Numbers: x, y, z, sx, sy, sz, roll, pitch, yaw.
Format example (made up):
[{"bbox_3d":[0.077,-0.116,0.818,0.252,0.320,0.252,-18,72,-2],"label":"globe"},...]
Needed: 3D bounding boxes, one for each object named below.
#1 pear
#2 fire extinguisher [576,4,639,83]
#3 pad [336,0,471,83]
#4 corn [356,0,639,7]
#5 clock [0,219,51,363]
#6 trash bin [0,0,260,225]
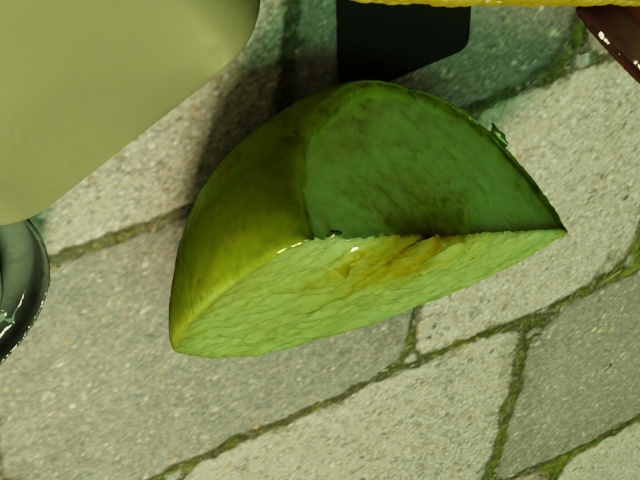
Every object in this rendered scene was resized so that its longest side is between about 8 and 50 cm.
[{"bbox_3d":[-0.004,-0.003,1.055,0.288,0.139,0.239,-3,149,-45],"label":"pear"},{"bbox_3d":[0.351,-0.255,1.094,0.344,0.102,0.138,-42,178,8],"label":"fire extinguisher"},{"bbox_3d":[0.060,-0.171,1.013,0.112,0.003,0.157,-24,145,-17],"label":"pad"},{"bbox_3d":[0.103,-0.208,0.891,0.387,0.144,0.144,-3,135,-43],"label":"corn"},{"bbox_3d":[-0.280,0.037,0.933,0.215,0.042,0.215,-23,144,-18],"label":"clock"},{"bbox_3d":[-0.171,-0.138,0.754,0.243,0.121,0.247,-38,150,4],"label":"trash bin"}]
